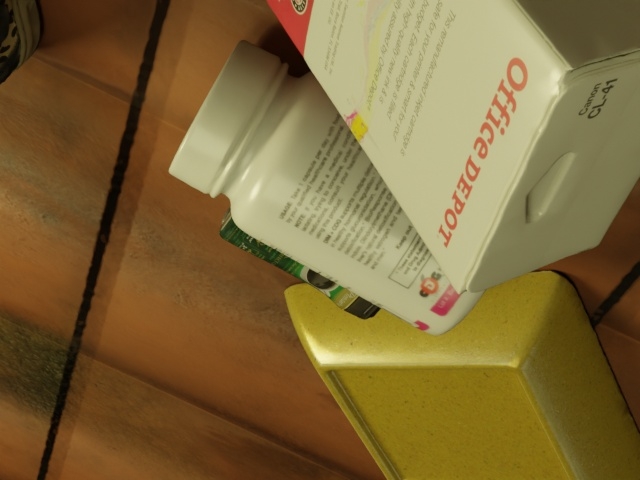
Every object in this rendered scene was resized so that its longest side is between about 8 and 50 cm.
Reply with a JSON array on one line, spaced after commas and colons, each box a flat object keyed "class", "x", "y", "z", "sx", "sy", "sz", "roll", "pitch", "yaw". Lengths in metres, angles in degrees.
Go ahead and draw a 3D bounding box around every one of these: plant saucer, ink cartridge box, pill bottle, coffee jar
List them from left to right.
[{"class": "coffee jar", "x": 0.000, "y": 0.000, "z": 1.292, "sx": 0.184, "sy": 0.079, "sz": 0.096, "roll": 32, "pitch": 138, "yaw": -8}, {"class": "pill bottle", "x": 0.022, "y": -0.049, "z": 1.156, "sx": 0.283, "sy": 0.160, "sz": 0.160, "roll": 29, "pitch": 142, "yaw": -6}, {"class": "plant saucer", "x": 0.151, "y": 0.179, "z": 1.423, "sx": 0.333, "sy": 0.081, "sz": 0.333, "roll": -3, "pitch": 134, "yaw": 32}, {"class": "ink cartridge box", "x": 0.095, "y": -0.154, "z": 0.889, "sx": 0.306, "sy": 0.131, "sz": 0.226, "roll": 58, "pitch": 151, "yaw": 27}]

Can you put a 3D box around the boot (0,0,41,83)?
[{"class": "boot", "x": -0.374, "y": -0.210, "z": 1.075, "sx": 0.138, "sy": 0.284, "sz": 0.377, "roll": 10, "pitch": 141, "yaw": 17}]
